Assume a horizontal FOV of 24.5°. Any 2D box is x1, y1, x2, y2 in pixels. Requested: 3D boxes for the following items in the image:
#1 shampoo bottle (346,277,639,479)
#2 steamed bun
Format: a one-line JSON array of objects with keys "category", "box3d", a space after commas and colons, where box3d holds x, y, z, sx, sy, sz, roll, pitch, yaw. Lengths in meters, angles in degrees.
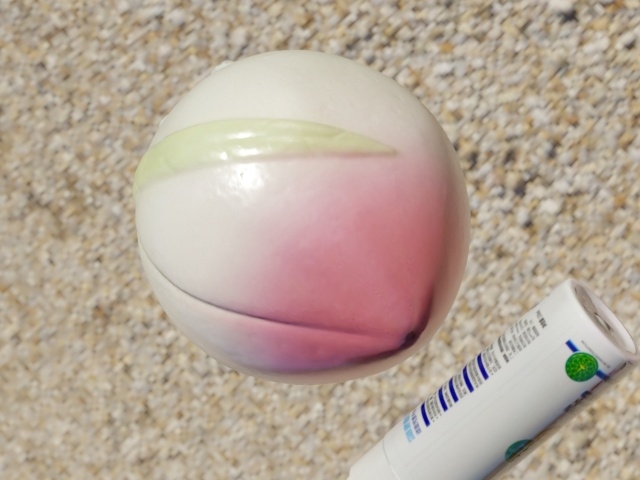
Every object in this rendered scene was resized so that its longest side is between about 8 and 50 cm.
[{"category": "shampoo bottle", "box3d": [0.121, 0.160, 1.213, 0.303, 0.092, 0.092, -43, 91, 17]}, {"category": "steamed bun", "box3d": [0.000, 0.000, 1.264, 0.309, 0.309, 0.309, 24, 136, 25]}]
